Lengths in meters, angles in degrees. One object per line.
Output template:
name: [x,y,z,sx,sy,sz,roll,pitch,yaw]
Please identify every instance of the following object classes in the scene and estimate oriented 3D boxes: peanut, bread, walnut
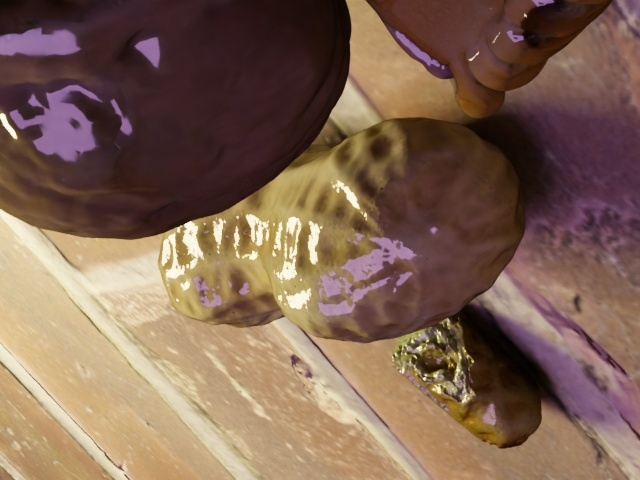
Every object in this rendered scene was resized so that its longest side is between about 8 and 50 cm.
peanut: [0.000,0.000,0.988,0.298,0.136,0.120,-5,129,52]
bread: [0.086,-0.152,0.742,0.134,0.081,0.225,46,152,-2]
bread: [0.104,0.096,1.081,0.110,0.060,0.066,43,165,-6]
walnut: [-0.108,-0.124,0.823,0.248,0.248,0.248,28,148,19]
